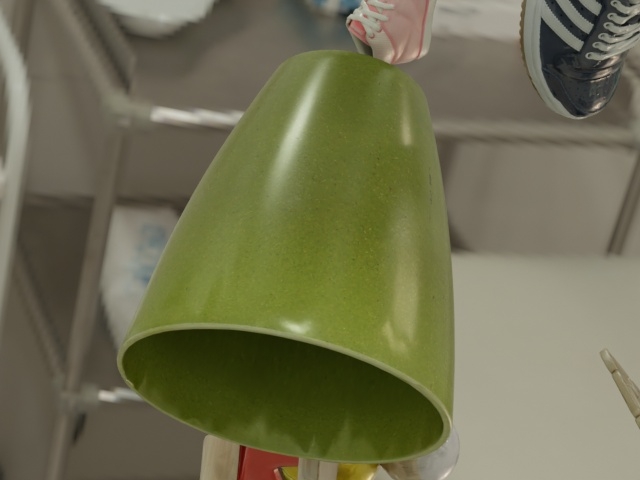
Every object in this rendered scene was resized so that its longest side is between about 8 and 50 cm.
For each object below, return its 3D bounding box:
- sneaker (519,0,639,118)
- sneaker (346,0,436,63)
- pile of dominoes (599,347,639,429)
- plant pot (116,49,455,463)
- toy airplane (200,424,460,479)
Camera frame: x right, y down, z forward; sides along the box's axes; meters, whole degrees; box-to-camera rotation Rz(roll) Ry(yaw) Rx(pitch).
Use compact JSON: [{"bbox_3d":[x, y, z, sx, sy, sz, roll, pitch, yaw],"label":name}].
[{"bbox_3d":[0.245,-0.194,1.489,0.099,0.282,0.153,-32,46,-28],"label":"sneaker"},{"bbox_3d":[0.060,-0.207,1.617,0.070,0.134,0.051,-20,44,-23],"label":"sneaker"},{"bbox_3d":[0.337,0.239,1.757,0.251,0.040,0.196,47,15,-40],"label":"pile of dominoes"},{"bbox_3d":[0.000,0.000,1.565,0.274,0.275,0.293,13,65,0],"label":"plant pot"},{"bbox_3d":[0.015,0.181,1.916,0.272,0.386,0.384,10,12,-5],"label":"toy airplane"}]
